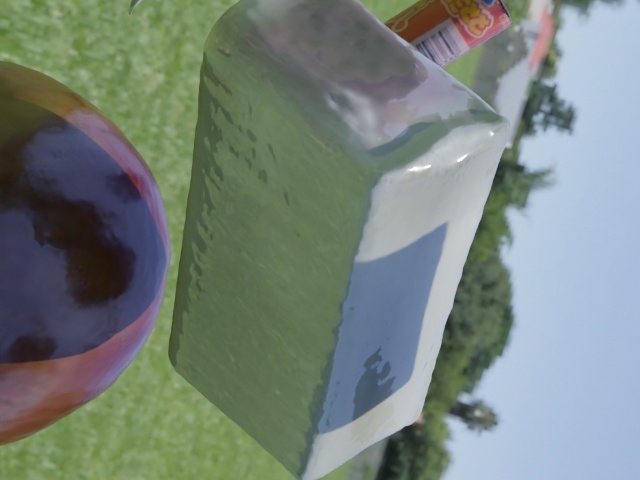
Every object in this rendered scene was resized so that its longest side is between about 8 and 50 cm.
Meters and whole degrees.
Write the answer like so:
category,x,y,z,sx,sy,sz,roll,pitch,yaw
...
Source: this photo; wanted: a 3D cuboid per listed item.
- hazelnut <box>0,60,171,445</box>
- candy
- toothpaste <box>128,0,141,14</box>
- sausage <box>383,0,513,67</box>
category,x,y,z,sx,sy,sz,roll,pitch,yaw
hazelnut,-0.350,0.015,1.257,0.409,0.359,0.359,-30,-168,21
candy,-0.003,-0.001,1.040,0.145,0.208,0.358,-27,145,-36
toothpaste,-0.173,-0.390,1.664,0.096,0.061,0.266,-45,-163,48
sausage,0.062,-0.178,1.361,0.274,0.074,0.074,-32,-176,12
